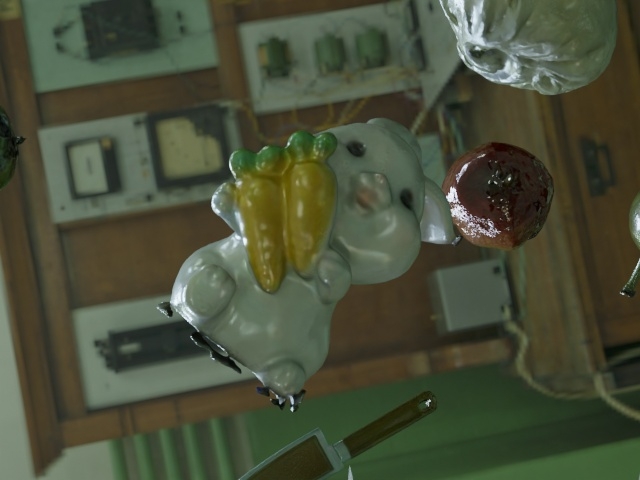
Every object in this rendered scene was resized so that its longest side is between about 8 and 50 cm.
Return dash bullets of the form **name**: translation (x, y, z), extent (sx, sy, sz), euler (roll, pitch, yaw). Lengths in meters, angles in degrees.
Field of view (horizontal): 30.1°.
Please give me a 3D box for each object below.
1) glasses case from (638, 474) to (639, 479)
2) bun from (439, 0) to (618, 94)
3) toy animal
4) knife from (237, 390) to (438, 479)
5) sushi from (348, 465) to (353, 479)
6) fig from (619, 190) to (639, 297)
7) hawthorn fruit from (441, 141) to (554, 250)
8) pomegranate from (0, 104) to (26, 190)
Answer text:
- **glasses case**: translation (0.440, 0.343, 1.257), extent (0.355, 0.085, 0.137), euler (48, -132, -26)
- **bun**: translation (0.368, -0.406, 2.179), extent (0.359, 0.211, 0.360), euler (32, 159, 14)
- **toy animal**: translation (0.002, 0.001, 1.182), extent (0.183, 0.310, 0.247), euler (39, 177, 14)
- **knife**: translation (0.000, 0.270, 1.504), extent (0.061, 0.343, 0.027), euler (61, 160, 3)
- **sushi**: translation (0.008, 0.565, 1.779), extent (0.373, 0.099, 0.296), euler (-105, 18, -64)
- **fig**: translation (0.600, 0.003, 2.067), extent (0.259, 0.151, 0.151), euler (90, 168, -50)
- **hawthorn fruit**: translation (0.300, -0.075, 1.967), extent (0.251, 0.189, 0.190), euler (36, -137, -88)
- **pomegranate**: translation (-0.391, -0.093, 1.247), extent (0.122, 0.161, 0.122), euler (163, 90, -73)
